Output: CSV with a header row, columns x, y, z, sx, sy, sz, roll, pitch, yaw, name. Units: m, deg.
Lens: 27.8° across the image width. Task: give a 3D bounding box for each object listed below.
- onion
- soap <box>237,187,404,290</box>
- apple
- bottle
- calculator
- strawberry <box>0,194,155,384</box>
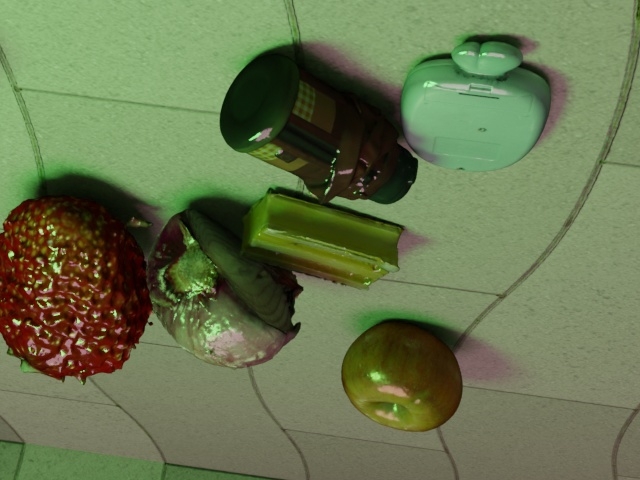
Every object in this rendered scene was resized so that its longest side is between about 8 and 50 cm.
x,y,z,sx,sy,sz,roll,pitch,yaw,name
-0.151,0.100,2.060,0.159,0.267,0.349,-39,158,12,onion
0.000,0.002,2.001,0.233,0.076,0.135,17,155,-19,soap
0.151,0.243,2.373,0.210,0.173,0.235,0,146,29,apple
0.006,-0.120,1.651,0.271,0.143,0.156,27,151,-37,bottle
0.191,-0.160,1.618,0.184,0.042,0.295,7,157,3,calculator
-0.380,0.061,2.076,0.292,0.292,0.343,17,140,-17,strawberry
